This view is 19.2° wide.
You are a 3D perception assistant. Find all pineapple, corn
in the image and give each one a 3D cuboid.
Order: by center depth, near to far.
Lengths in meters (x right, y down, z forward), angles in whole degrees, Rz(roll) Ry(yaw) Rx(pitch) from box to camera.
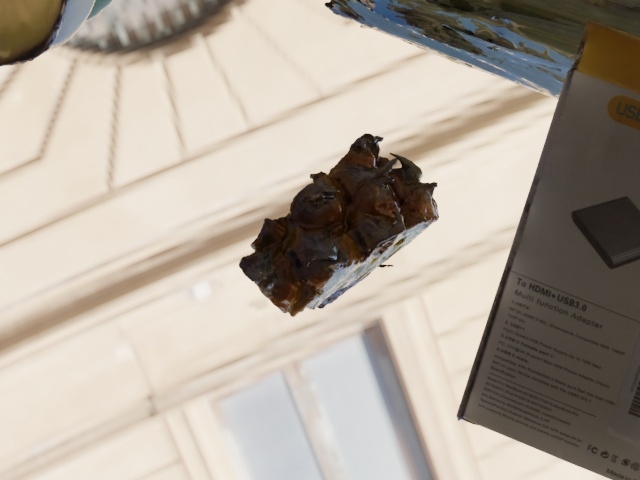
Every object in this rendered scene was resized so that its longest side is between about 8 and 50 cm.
[{"bbox_3d":[0.000,0.000,1.104,0.137,0.069,0.116,-33,168,-36],"label":"pineapple"},{"bbox_3d":[0.158,-0.144,1.262,0.305,0.122,0.123,21,-136,14],"label":"corn"}]

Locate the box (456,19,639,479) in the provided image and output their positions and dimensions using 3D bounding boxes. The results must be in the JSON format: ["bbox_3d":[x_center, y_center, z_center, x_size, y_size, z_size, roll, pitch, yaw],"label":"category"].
[{"bbox_3d":[0.169,0.012,1.024,0.129,0.247,0.033,23,-156,15],"label":"box"}]

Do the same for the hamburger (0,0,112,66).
[{"bbox_3d":[-0.250,-0.262,1.524,0.237,0.237,0.149,0,-152,31],"label":"hamburger"}]
